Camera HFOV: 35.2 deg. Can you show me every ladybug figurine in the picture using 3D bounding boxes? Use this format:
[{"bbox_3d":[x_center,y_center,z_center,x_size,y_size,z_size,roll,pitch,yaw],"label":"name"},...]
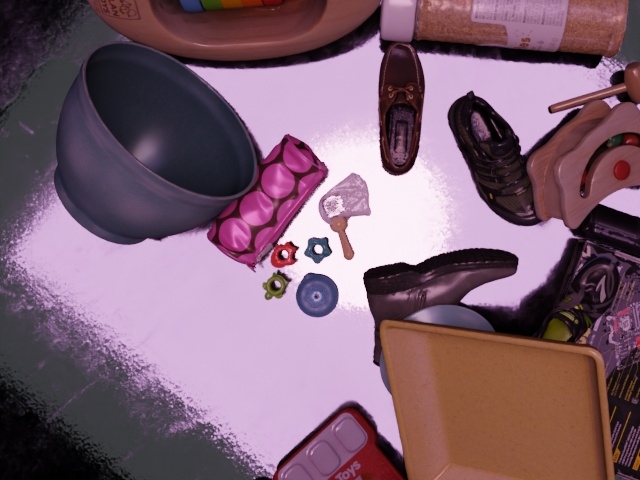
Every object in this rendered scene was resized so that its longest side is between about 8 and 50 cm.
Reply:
[{"bbox_3d":[-0.128,-0.403,1.458,0.449,0.305,0.162,-1,56,4],"label":"ladybug figurine"}]

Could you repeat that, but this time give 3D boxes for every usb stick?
[{"bbox_3d":[0.528,0.011,1.523,0.277,0.077,0.045,20,122,2],"label":"usb stick"}]

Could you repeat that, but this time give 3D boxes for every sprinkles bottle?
[{"bbox_3d":[0.268,-0.345,1.500,0.355,0.121,0.121,5,92,3],"label":"sprinkles bottle"}]

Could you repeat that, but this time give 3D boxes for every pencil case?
[{"bbox_3d":[-0.076,-0.057,1.543,0.098,0.095,0.209,40,96,36],"label":"pencil case"}]

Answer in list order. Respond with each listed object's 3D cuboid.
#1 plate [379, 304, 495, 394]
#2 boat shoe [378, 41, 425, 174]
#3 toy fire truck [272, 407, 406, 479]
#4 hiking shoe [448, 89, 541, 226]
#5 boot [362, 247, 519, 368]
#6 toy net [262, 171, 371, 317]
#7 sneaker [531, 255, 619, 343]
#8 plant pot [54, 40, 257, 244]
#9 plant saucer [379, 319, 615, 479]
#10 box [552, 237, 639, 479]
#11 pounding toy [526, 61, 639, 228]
[{"bbox_3d":[0.184,0.186,1.532,0.188,0.024,0.188,-3,114,-6],"label":"plate"},{"bbox_3d":[0.124,-0.204,1.537,0.073,0.073,0.207,-2,90,4],"label":"boat shoe"},{"bbox_3d":[0.012,0.439,1.534,0.302,0.169,0.254,-42,63,5],"label":"toy fire truck"},{"bbox_3d":[0.264,-0.117,1.510,0.086,0.114,0.227,-33,90,4],"label":"hiking shoe"},{"bbox_3d":[0.190,0.107,1.552,0.246,0.083,0.161,-11,103,3],"label":"boot"},{"bbox_3d":[0.000,0.000,1.565,0.122,0.045,0.232,22,91,4],"label":"toy net"},{"bbox_3d":[0.368,0.107,1.455,0.067,0.078,0.188,38,94,7],"label":"sneaker"},{"bbox_3d":[-0.266,-0.117,1.477,0.293,0.293,0.196,47,121,1],"label":"plant pot"},{"bbox_3d":[0.268,0.256,1.445,0.332,0.081,0.333,6,120,35],"label":"plant saucer"},{"bbox_3d":[0.461,0.189,1.529,0.257,0.079,0.322,19,93,4],"label":"box"},{"bbox_3d":[0.414,-0.129,1.515,0.269,0.155,0.154,-41,114,-13],"label":"pounding toy"}]
